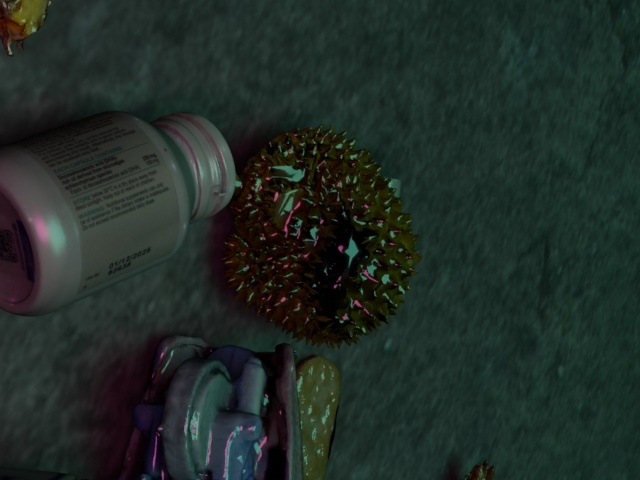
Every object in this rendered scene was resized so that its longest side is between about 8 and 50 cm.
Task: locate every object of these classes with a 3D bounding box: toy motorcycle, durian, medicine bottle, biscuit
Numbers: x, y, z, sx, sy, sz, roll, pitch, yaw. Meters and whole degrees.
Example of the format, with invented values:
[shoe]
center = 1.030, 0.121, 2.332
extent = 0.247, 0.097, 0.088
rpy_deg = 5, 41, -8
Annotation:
[toy motorcycle]
center = -0.071, 0.248, 1.251
extent = 0.241, 0.182, 0.319
rpy_deg = 0, 95, -46
[durian]
center = 0.000, 0.000, 1.300
extent = 0.237, 0.138, 0.193
rpy_deg = 27, 99, -33
[medicine bottle]
center = -0.176, -0.033, 1.135
extent = 0.215, 0.135, 0.135
rpy_deg = -26, 114, -42
[biscuit]
center = -0.011, 0.189, 1.425
extent = 0.071, 0.018, 0.147
rpy_deg = 11, 89, -44

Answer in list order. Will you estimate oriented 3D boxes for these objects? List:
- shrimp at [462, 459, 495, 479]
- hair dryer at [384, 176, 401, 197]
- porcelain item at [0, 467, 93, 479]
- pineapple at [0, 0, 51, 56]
[shrimp]
center = 0.190, 0.358, 1.634
extent = 0.133, 0.053, 0.236
rpy_deg = -14, 109, -42
[hair dryer]
center = 0.021, -0.032, 1.410
extent = 0.137, 0.047, 0.082
rpy_deg = 11, 88, -41
[porcelain item]
center = -0.231, 0.325, 1.034
extent = 0.281, 0.157, 0.286
rpy_deg = 7, 90, -82
[pineapple]
center = -0.240, -0.270, 1.081
extent = 0.135, 0.079, 0.233
rpy_deg = 46, 57, -49
